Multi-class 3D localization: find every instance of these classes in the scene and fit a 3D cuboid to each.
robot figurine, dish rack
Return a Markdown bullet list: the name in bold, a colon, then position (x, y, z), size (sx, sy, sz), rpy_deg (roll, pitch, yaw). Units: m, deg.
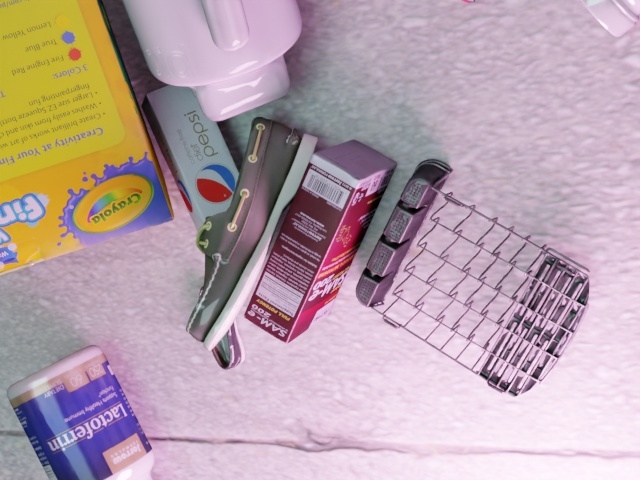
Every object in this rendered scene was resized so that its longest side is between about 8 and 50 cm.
- **robot figurine**: position (-0.143, -0.323, 1.204), size (0.199, 0.300, 0.353), rpy_deg (-23, 121, -9)
- **dish rack**: position (0.186, 0.052, 1.243), size (0.271, 0.074, 0.208), rpy_deg (32, 115, 15)

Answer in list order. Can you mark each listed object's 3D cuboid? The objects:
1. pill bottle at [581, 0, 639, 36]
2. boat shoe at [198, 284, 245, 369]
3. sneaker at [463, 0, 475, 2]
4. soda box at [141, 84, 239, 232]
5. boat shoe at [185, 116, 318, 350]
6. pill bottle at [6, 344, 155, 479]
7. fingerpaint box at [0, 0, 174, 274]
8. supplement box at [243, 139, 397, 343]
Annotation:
- **pill bottle**: position (0.365, -0.312, 1.040), size (0.216, 0.121, 0.121), rpy_deg (-39, 83, 28)
- **boat shoe**: position (-0.145, 0.122, 1.436), size (0.046, 0.038, 0.125), rpy_deg (-14, 96, 28)
- **sneaker**: position (0.250, -0.365, 1.091), size (0.112, 0.121, 0.299), rpy_deg (35, 126, -16)
- **soda box**: position (-0.161, -0.103, 1.359), size (0.216, 0.074, 0.069), rpy_deg (66, 163, 0)
- **boat shoe**: position (-0.102, -0.012, 1.276), size (0.091, 0.109, 0.305), rpy_deg (25, 75, -3)
- **pill bottle**: position (-0.339, 0.302, 1.509), size (0.153, 0.153, 0.265), rpy_deg (-28, 90, 28)
- **fingerpaint box**: position (-0.455, -0.144, 1.282), size (0.444, 0.163, 0.371), rpy_deg (-19, 118, -5)
- **supplement box**: position (0.000, 0.000, 1.285), size (0.073, 0.130, 0.239), rpy_deg (31, 114, 15)
